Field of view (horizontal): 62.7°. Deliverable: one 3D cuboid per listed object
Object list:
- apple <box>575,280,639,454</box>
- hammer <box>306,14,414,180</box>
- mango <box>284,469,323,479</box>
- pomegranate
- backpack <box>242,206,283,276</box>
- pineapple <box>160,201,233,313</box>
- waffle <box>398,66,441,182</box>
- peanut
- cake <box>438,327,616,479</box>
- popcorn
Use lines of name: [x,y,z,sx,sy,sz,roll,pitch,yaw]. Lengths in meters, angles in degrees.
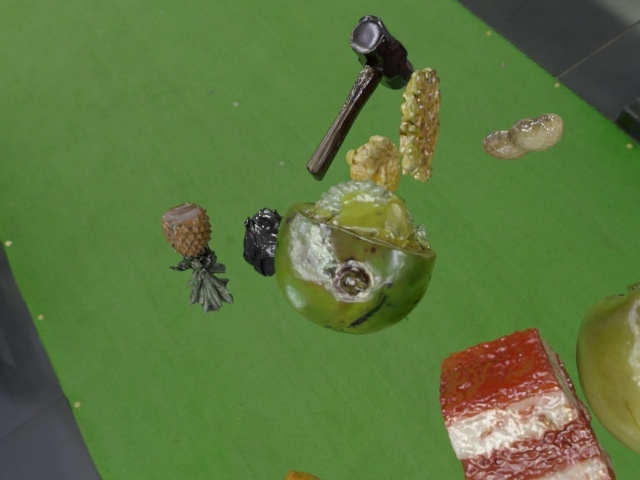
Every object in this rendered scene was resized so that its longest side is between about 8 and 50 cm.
apple: [0.536,0.183,0.786,0.291,0.292,0.254,-24,80,-5]
hammer: [0.075,-0.341,1.356,0.095,0.242,0.409,38,102,26]
mango: [0.010,0.402,0.765,0.159,0.105,0.084,24,68,9]
pomegranate: [0.057,0.027,0.889,0.260,0.340,0.261,0,90,8]
backpack: [-0.115,0.007,1.174,0.106,0.165,0.120,-38,81,-27]
pineapple: [-0.291,0.044,1.275,0.119,0.277,0.130,23,45,36]
waffle: [0.244,-0.273,1.284,0.058,0.282,0.301,6,22,22]
peanut: [0.534,-0.271,1.398,0.104,0.227,0.086,40,57,-24]
cake: [0.418,0.387,1.096,0.270,0.269,0.320,-28,100,18]
popcorn: [0.161,-0.206,1.528,0.140,0.163,0.194,25,111,47]
